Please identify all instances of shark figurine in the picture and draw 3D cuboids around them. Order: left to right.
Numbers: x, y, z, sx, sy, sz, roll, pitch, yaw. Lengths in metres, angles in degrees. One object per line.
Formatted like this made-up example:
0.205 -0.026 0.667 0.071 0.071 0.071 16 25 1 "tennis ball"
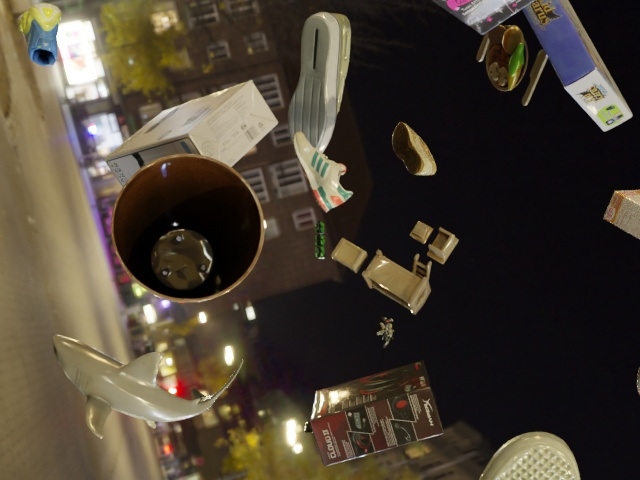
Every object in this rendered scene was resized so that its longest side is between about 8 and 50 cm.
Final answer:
-0.227 0.198 1.209 0.116 0.278 0.166 -58 -149 19 "shark figurine"

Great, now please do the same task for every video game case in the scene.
0.416 -0.339 1.466 0.244 0.061 0.270 20 45 -56 "video game case"

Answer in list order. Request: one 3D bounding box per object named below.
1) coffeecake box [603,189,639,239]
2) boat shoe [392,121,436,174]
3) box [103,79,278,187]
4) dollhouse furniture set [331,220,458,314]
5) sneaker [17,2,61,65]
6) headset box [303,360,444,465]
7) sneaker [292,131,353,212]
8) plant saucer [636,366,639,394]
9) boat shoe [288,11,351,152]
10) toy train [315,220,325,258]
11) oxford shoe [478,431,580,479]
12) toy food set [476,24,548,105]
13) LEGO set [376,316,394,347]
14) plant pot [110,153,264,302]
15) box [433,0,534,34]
0.698 -0.034 1.756 0.185 0.142 0.068 41 -56 43 "coffeecake box"
0.167 -0.160 1.544 0.050 0.045 0.135 -55 -144 33 "boat shoe"
-0.228 -0.169 1.480 0.290 0.169 0.087 -5 -55 50 "box"
0.146 0.022 1.661 0.181 0.161 0.101 32 -9 19 "dollhouse furniture set"
-0.640 -0.451 1.957 0.240 0.091 0.126 177 -83 -69 "sneaker"
0.106 0.376 1.882 0.218 0.293 0.110 -62 135 -82 "headset box"
0.006 -0.136 1.604 0.057 0.075 0.161 41 25 -79 "sneaker"
0.852 0.224 1.810 0.100 0.400 0.401 53 -23 41 "plant saucer"
0.010 -0.308 1.744 0.109 0.094 0.302 29 -57 32 "boat shoe"
0.000 0.000 1.762 0.023 0.017 0.083 40 44 -58 "toy train"
0.317 0.449 1.388 0.130 0.169 0.450 -80 167 -51 "oxford shoe"
0.350 -0.353 1.659 0.192 0.038 0.132 58 -36 43 "toy food set"
0.124 0.162 1.565 0.083 0.023 0.054 -50 137 -61 "LEGO set"
-0.206 0.007 1.326 0.230 0.215 0.216 127 -54 -72 "plant pot"
0.252 -0.416 1.114 0.247 0.142 0.163 -27 -134 47 "box"
